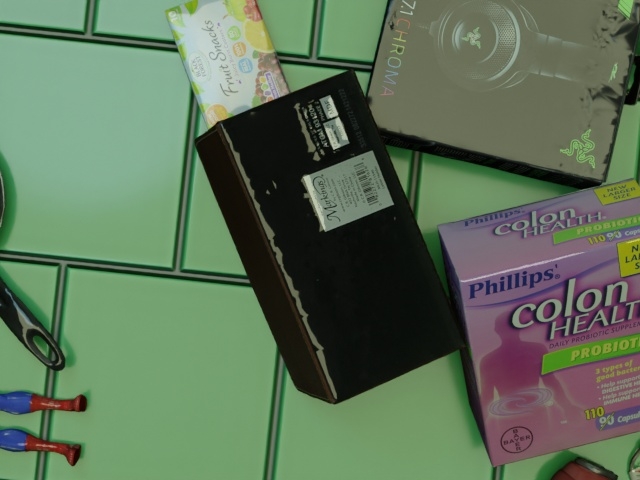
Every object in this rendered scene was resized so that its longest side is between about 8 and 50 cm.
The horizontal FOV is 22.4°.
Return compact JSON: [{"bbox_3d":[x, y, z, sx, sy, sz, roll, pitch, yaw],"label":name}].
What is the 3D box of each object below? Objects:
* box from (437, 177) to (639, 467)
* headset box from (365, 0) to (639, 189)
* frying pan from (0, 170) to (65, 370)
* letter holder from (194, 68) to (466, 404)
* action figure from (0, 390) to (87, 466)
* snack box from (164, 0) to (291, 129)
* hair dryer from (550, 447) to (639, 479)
[{"bbox_3d":[0.252,0.086,1.671,0.214,0.117,0.243,-13,120,-1],"label":"box"},{"bbox_3d":[0.202,-0.199,1.724,0.283,0.131,0.246,14,89,-1],"label":"headset box"},{"bbox_3d":[-0.382,-0.016,1.753,0.326,0.053,0.197,26,88,-2],"label":"frying pan"},{"bbox_3d":[0.000,0.000,1.687,0.152,0.214,0.301,-23,93,-13],"label":"letter holder"},{"bbox_3d":[-0.400,0.186,1.709,0.280,0.139,0.091,6,87,2],"label":"action figure"},{"bbox_3d":[-0.100,-0.200,1.767,0.100,0.037,0.141,-21,89,0],"label":"snack box"},{"bbox_3d":[0.333,0.330,1.738,0.294,0.080,0.223,-27,90,-1],"label":"hair dryer"}]
